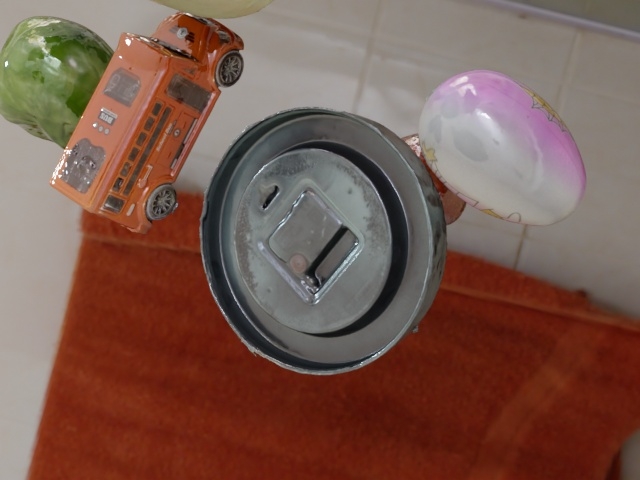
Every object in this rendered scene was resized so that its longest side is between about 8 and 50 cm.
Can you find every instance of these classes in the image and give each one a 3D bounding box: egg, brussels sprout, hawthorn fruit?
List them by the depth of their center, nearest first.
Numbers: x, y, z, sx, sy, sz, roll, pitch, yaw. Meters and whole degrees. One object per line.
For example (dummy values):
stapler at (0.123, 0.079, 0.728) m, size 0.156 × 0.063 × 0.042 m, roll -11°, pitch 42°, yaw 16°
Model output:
egg at (0.269, -0.131, 1.561) m, size 0.196 × 0.271 × 0.196 m, roll -40°, pitch 14°, yaw 12°
brussels sprout at (-0.414, -0.253, 1.710) m, size 0.244 × 0.244 × 0.244 m, roll 14°, pitch -90°, yaw -89°
hawthorn fruit at (0.169, -0.106, 1.726) m, size 0.157 × 0.156 × 0.194 m, roll 102°, pitch -172°, yaw -61°

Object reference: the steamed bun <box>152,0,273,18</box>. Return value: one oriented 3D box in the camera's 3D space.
steamed bun at (-0.251, -0.500, 1.393) m, size 0.290 × 0.456 × 0.371 m, roll -38°, pitch -30°, yaw 20°

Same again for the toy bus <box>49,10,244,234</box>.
toy bus at (-0.250, -0.187, 1.524) m, size 0.153 × 0.143 × 0.329 m, roll 25°, pitch -85°, yaw -57°

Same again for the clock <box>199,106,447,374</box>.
clock at (0.000, 0.001, 1.221) m, size 0.061 × 0.312 × 0.313 m, roll -9°, pitch -64°, yaw -59°
